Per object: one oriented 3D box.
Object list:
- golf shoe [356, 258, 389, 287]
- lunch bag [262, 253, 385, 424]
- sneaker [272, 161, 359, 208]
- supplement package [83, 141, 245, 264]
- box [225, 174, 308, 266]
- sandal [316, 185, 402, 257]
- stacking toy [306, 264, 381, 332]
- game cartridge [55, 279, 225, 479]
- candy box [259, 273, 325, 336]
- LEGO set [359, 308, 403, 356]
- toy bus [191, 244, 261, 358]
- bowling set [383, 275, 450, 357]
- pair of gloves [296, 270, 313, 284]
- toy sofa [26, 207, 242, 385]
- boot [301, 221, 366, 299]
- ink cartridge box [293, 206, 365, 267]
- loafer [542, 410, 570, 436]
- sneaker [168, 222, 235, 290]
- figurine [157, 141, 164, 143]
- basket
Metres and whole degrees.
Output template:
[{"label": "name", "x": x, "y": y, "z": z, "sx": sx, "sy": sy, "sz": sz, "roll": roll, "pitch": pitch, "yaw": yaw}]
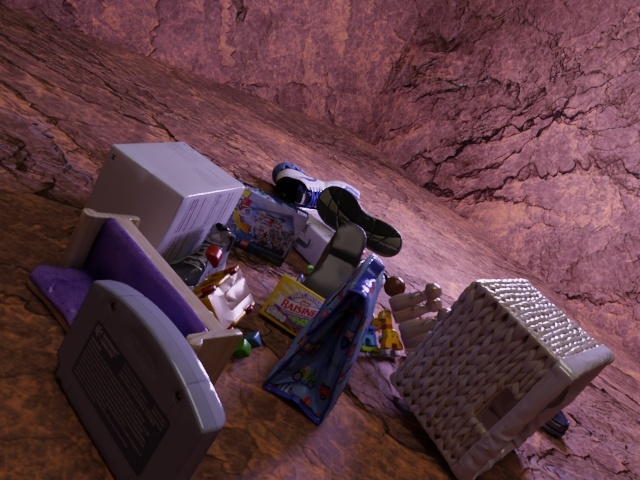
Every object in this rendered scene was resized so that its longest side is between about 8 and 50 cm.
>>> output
[{"label": "golf shoe", "x": 0.144, "y": 0.103, "z": 1.805, "sx": 0.094, "sy": 0.077, "sz": 0.198, "roll": 37, "pitch": 22, "yaw": 18}, {"label": "lunch bag", "x": 0.043, "y": 0.163, "z": 1.189, "sx": 0.138, "sy": 0.293, "sz": 0.221, "roll": 33, "pitch": 19, "yaw": 6}, {"label": "sneaker", "x": -0.028, "y": -0.151, "z": 2.135, "sx": 0.316, "sy": 0.127, "sz": 0.182, "roll": 20, "pitch": 25, "yaw": -8}, {"label": "supplement package", "x": -0.344, "y": -0.083, "z": 1.375, "sx": 0.199, "sy": 0.198, "sz": 0.263, "roll": 36, "pitch": 20, "yaw": 12}, {"label": "box", "x": -0.169, "y": -0.049, "z": 1.600, "sx": 0.233, "sy": 0.159, "sz": 0.044, "roll": 26, "pitch": 22, "yaw": -14}, {"label": "sandal", "x": 0.107, "y": -0.044, "z": 1.828, "sx": 0.303, "sy": 0.120, "sz": 0.086, "roll": 40, "pitch": -10, "yaw": 17}, {"label": "stacking toy", "x": 0.060, "y": 0.144, "z": 1.621, "sx": 0.221, "sy": 0.052, "sz": 0.167, "roll": 25, "pitch": 20, "yaw": -12}, {"label": "game cartridge", "x": -0.250, "y": 0.196, "z": 0.835, "sx": 0.294, "sy": 0.196, "sz": 0.060, "roll": 43, "pitch": 24, "yaw": 30}, {"label": "candy box", "x": -0.022, "y": 0.170, "z": 1.361, "sx": 0.206, "sy": 0.105, "sz": 0.027, "roll": 32, "pitch": -8, "yaw": 5}, {"label": "LEGO set", "x": 0.122, "y": 0.209, "z": 1.443, "sx": 0.227, "sy": 0.087, "sz": 0.093, "roll": 16, "pitch": 61, "yaw": -39}, {"label": "toy bus", "x": -0.210, "y": 0.128, "z": 1.193, "sx": 0.202, "sy": 0.104, "sz": 0.190, "roll": 45, "pitch": 33, "yaw": -50}, {"label": "bowling set", "x": 0.246, "y": 0.155, "z": 1.474, "sx": 0.287, "sy": 0.154, "sz": 0.199, "roll": 65, "pitch": 7, "yaw": -68}, {"label": "pair of gloves", "x": 0.018, "y": 0.157, "z": 1.506, "sx": 0.198, "sy": 0.023, "sz": 0.159, "roll": 32, "pitch": 41, "yaw": 2}, {"label": "toy sofa", "x": -0.317, "y": 0.106, "z": 1.028, "sx": 0.362, "sy": 0.150, "sz": 0.177, "roll": 42, "pitch": 22, "yaw": 30}, {"label": "boot", "x": 0.014, "y": 0.102, "z": 1.479, "sx": 0.112, "sy": 0.115, "sz": 0.305, "roll": 34, "pitch": 58, "yaw": -7}, {"label": "ink cartridge box", "x": 0.000, "y": 0.000, "z": 1.824, "sx": 0.159, "sy": 0.092, "sz": 0.218, "roll": 6, "pitch": 33, "yaw": -51}, {"label": "loafer", "x": 0.562, "y": 0.388, "z": 1.678, "sx": 0.109, "sy": 0.095, "sz": 0.302, "roll": 13, "pitch": 26, "yaw": -40}, {"label": "sneaker", "x": -0.255, "y": 0.022, "z": 1.345, "sx": 0.086, "sy": 0.132, "sz": 0.229, "roll": 32, "pitch": 19, "yaw": 6}, {"label": "figurine", "x": -0.357, "y": -0.175, "z": 1.760, "sx": 0.209, "sy": 0.092, "sz": 0.215, "roll": 15, "pitch": 25, "yaw": -46}, {"label": "basket", "x": 0.376, "y": 0.276, "z": 1.305, "sx": 0.266, "sy": 0.328, "sz": 0.331, "roll": 48, "pitch": 25, "yaw": 27}]
